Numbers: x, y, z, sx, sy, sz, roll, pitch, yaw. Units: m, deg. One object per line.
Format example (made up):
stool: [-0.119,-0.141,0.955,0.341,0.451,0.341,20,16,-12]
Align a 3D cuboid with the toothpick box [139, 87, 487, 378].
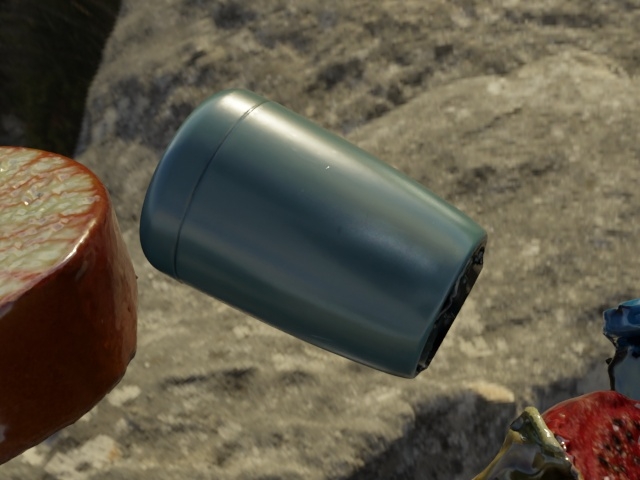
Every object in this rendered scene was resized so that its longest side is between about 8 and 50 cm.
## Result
toothpick box: [0.000,0.000,0.684,0.184,0.120,0.120,27,70,12]

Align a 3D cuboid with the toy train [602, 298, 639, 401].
toy train: [0.371,0.111,0.893,0.265,0.300,0.188,1,78,-35]

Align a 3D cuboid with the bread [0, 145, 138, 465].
bread: [-0.274,0.047,0.809,0.295,0.114,0.327,-18,28,-7]

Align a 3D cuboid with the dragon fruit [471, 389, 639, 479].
dragon fruit: [0.157,0.205,0.678,0.152,0.317,0.205,-41,64,29]
